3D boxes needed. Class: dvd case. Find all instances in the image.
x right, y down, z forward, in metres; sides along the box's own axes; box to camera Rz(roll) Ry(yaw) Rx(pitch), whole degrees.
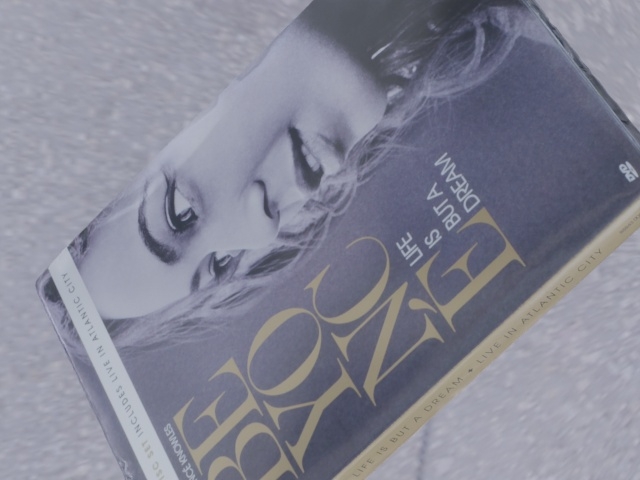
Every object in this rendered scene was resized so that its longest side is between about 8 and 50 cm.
[{"bbox_3d":[0.000,0.000,0.680,0.221,0.018,0.164,-45,50,17],"label":"dvd case"}]
